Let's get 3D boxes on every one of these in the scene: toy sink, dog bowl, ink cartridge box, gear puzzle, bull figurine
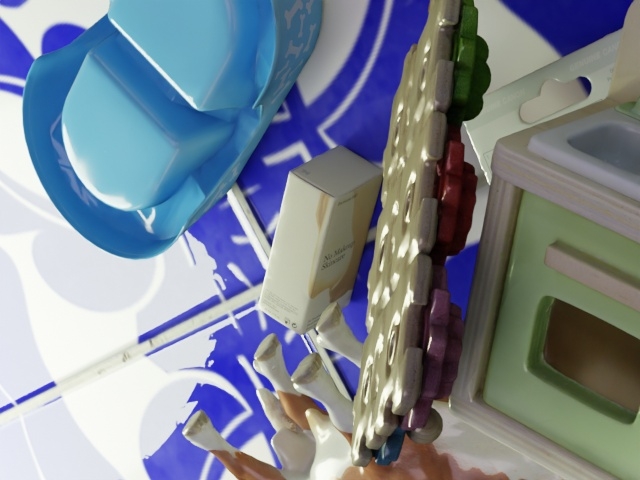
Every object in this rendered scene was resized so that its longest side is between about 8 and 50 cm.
[{"bbox_3d":[0.175,0.008,0.887,0.153,0.131,0.234,28,122,33],"label":"toy sink"},{"bbox_3d":[-0.100,-0.118,1.157,0.166,0.074,0.297,46,133,14],"label":"dog bowl"},{"bbox_3d":[0.175,-0.023,1.000,0.145,0.045,0.179,-24,85,44],"label":"ink cartridge box"},{"bbox_3d":[0.067,-0.045,0.949,0.044,0.339,0.175,10,159,-5],"label":"gear puzzle"},{"bbox_3d":[0.045,0.133,1.094,0.188,0.101,0.310,42,146,-10],"label":"bull figurine"}]

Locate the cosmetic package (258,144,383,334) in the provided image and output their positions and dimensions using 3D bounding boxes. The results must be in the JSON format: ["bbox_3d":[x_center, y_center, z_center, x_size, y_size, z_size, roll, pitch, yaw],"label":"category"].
[{"bbox_3d":[0.000,0.000,1.137,0.041,0.060,0.115,31,129,24],"label":"cosmetic package"}]
